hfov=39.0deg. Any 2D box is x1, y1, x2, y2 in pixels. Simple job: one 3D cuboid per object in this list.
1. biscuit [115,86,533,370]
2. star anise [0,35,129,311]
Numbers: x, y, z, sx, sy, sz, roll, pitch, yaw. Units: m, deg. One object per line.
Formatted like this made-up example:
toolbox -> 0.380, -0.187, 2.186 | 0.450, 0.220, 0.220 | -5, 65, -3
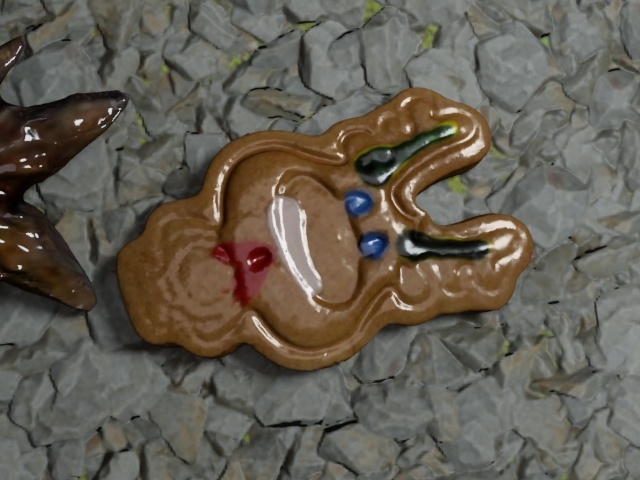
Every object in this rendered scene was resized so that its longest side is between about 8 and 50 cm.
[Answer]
biscuit -> 0.000, 0.000, 0.738 | 0.333, 0.047, 0.202 | -16, 84, -2
star anise -> -0.321, -0.046, 0.687 | 0.349, 0.109, 0.292 | 28, 74, -13
